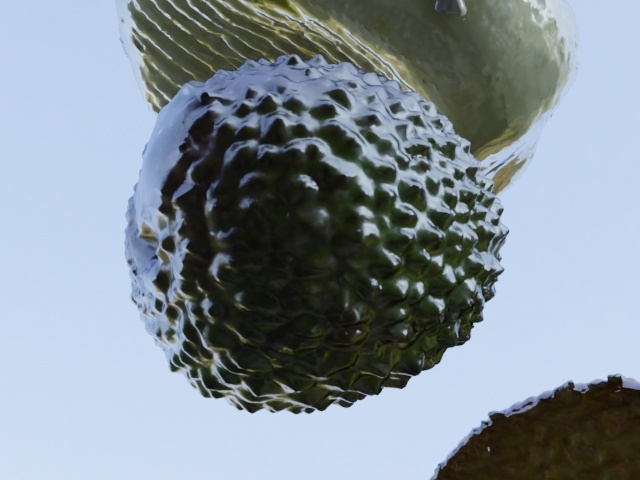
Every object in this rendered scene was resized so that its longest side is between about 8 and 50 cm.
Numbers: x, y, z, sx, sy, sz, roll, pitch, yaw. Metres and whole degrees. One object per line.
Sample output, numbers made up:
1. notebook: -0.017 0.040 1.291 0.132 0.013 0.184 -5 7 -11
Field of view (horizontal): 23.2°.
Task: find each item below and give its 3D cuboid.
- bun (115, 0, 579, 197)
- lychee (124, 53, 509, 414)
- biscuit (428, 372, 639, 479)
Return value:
1. bun: 0.025 -0.117 0.884 0.259 0.160 0.259 20 -37 16
2. lychee: 0.000 0.000 0.666 0.171 0.171 0.171 -2 -47 -2
3. biscuit: 0.176 0.224 0.875 0.305 0.305 0.038 -37 -16 28
